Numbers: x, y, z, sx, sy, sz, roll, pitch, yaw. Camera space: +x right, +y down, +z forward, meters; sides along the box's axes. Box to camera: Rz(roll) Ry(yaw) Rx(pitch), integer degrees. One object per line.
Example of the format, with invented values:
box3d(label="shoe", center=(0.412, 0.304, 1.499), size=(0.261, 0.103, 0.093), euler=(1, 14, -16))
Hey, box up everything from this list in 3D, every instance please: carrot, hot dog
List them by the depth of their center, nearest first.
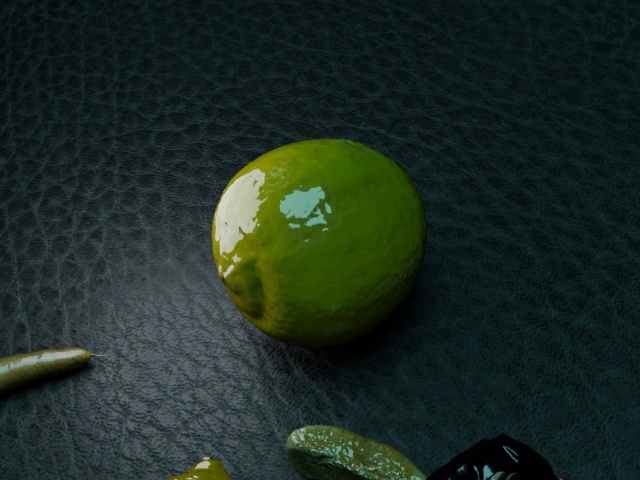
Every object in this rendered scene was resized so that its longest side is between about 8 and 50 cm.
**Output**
box3d(label="hot dog", center=(0.065, 0.324, 1.490), size=(0.242, 0.084, 0.073), euler=(17, 55, 27))
box3d(label="carrot", center=(-0.500, 0.220, 1.723), size=(0.298, 0.078, 0.078), euler=(-15, 46, -10))

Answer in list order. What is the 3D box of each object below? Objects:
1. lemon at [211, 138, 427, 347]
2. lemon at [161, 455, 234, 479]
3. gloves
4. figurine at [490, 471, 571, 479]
box3d(label="lemon", center=(0.000, 0.000, 1.640), size=(0.348, 0.348, 0.348), euler=(-6, 47, 6))
box3d(label="lemon", center=(-0.185, 0.402, 1.400), size=(0.187, 0.187, 0.244), euler=(11, 48, 21))
box3d(label="gloves", center=(0.179, 0.374, 1.346), size=(0.301, 0.197, 0.152), euler=(-32, 23, -13))
box3d(label="figurine", center=(0.292, 0.446, 1.212), size=(0.320, 0.196, 0.323), euler=(11, 84, -19))
